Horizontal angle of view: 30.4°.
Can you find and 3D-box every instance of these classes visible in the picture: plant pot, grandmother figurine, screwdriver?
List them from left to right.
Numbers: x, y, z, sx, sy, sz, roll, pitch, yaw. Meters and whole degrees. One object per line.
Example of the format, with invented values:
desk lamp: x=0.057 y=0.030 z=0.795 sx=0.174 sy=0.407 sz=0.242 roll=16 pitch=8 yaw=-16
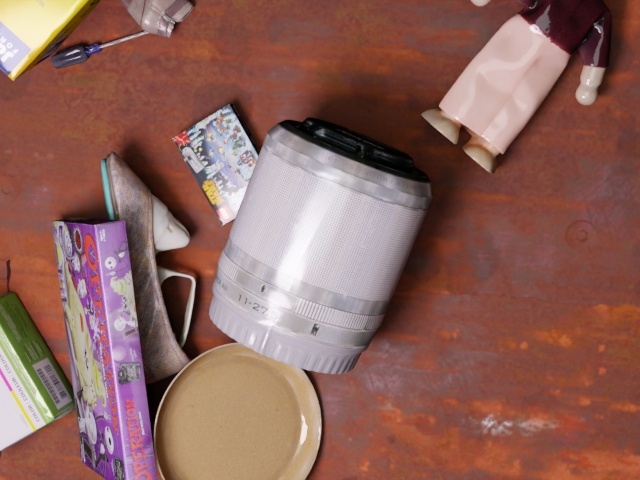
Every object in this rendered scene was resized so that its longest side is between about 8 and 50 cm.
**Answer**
screwdriver: x=-0.285 y=-0.266 z=1.595 sx=0.170 sy=0.025 sz=0.024 roll=-16 pitch=93 yaw=4
plant pot: x=-0.111 y=0.250 z=1.556 sx=0.236 sy=0.032 sz=0.236 roll=-1 pitch=93 yaw=-26
grandmother figurine: x=0.271 y=-0.256 z=1.448 sx=0.208 sy=0.104 sz=0.342 roll=36 pitch=100 yaw=-23

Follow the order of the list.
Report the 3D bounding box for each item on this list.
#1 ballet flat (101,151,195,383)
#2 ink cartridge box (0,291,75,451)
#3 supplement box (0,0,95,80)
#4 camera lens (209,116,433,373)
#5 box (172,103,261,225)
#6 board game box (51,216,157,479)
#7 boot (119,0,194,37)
ballet flat: x=-0.225 y=0.033 z=1.584 sx=0.106 sy=0.107 sz=0.316 roll=-7 pitch=101 yaw=-8
ink cartridge box: x=-0.499 y=0.219 z=1.649 sx=0.255 sy=0.097 sz=0.188 roll=-31 pitch=90 yaw=12
supplement box: x=-0.321 y=-0.404 z=1.473 sx=0.194 sy=0.195 sz=0.356 roll=43 pitch=103 yaw=-12
camera lens: x=0.000 y=0.000 z=1.463 sx=0.219 sy=0.219 sz=0.274 roll=23 pitch=101 yaw=8
box: x=-0.124 y=-0.101 z=1.573 sx=0.094 sy=0.027 sz=0.137 roll=-30 pitch=90 yaw=14
board game box: x=-0.287 y=0.144 z=1.553 sx=0.056 sy=0.208 sz=0.346 roll=-9 pitch=96 yaw=-31
boot: x=-0.206 y=-0.331 z=1.561 sx=0.087 sy=0.042 sz=0.118 roll=33 pitch=95 yaw=-3
